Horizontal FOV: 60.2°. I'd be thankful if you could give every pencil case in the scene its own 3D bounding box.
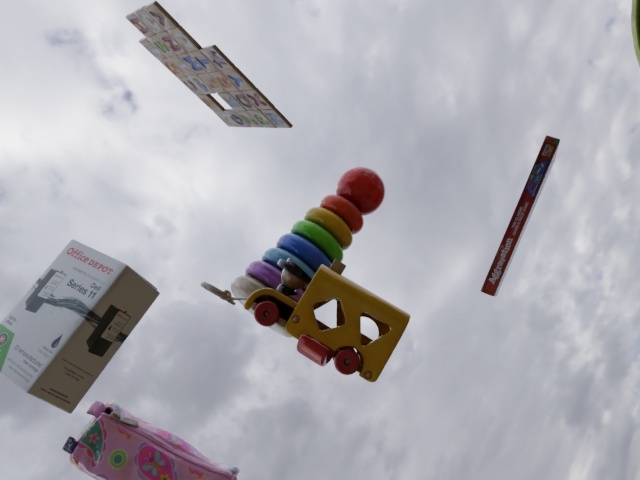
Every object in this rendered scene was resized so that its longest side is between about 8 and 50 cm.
[{"bbox_3d":[-0.284,0.385,0.950,0.284,0.124,0.124,29,-91,0],"label":"pencil case"}]

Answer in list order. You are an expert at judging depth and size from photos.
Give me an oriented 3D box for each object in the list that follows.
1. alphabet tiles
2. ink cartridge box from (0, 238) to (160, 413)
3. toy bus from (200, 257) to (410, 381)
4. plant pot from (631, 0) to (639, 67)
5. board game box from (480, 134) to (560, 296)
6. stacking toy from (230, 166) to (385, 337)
[{"bbox_3d":[-0.170,-0.244,0.805,0.237,0.198,0.009,41,-105,-35],"label":"alphabet tiles"},{"bbox_3d":[-0.361,0.116,0.801,0.208,0.153,0.087,-58,-36,-22],"label":"ink cartridge box"},{"bbox_3d":[0.002,0.073,0.629,0.202,0.191,0.104,37,-99,-42],"label":"toy bus"},{"bbox_3d":[0.629,-0.299,0.603,0.353,0.366,0.366,-4,-70,-15],"label":"plant pot"},{"bbox_3d":[0.353,-0.034,0.979,0.281,0.027,0.145,-68,-21,2],"label":"board game box"},{"bbox_3d":[0.000,0.000,0.950,0.330,0.141,0.141,-51,-48,-17],"label":"stacking toy"}]
